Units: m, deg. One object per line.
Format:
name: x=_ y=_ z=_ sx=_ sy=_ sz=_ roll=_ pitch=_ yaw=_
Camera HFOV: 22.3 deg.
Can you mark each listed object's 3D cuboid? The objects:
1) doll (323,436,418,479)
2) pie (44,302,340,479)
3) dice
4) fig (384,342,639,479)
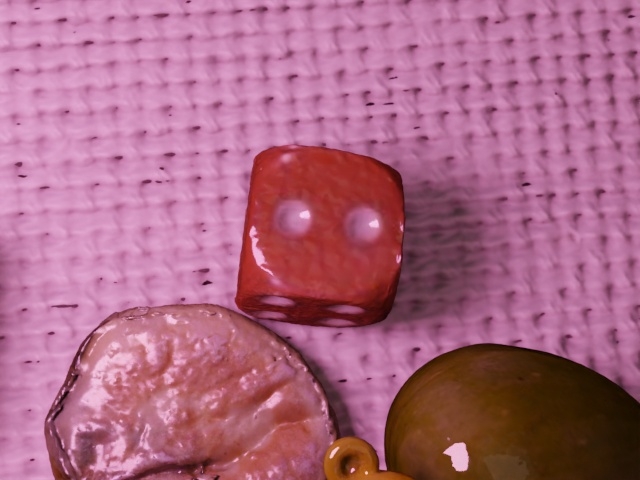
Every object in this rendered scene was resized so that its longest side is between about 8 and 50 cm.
doll: x=0.070 y=0.440 z=1.587 sx=0.423 sy=0.161 sz=0.348 roll=43 pitch=98 yaw=-5
pie: x=-0.144 y=0.215 z=1.821 sx=0.338 sy=0.075 sz=0.337 roll=1 pitch=75 yaw=-2
dice: x=0.000 y=0.000 z=1.819 sx=0.179 sy=0.174 sz=0.175 roll=10 pitch=75 yaw=-4
fig: x=0.225 y=0.246 z=1.739 sx=0.316 sy=0.316 sz=0.316 roll=1 pitch=79 yaw=-5
